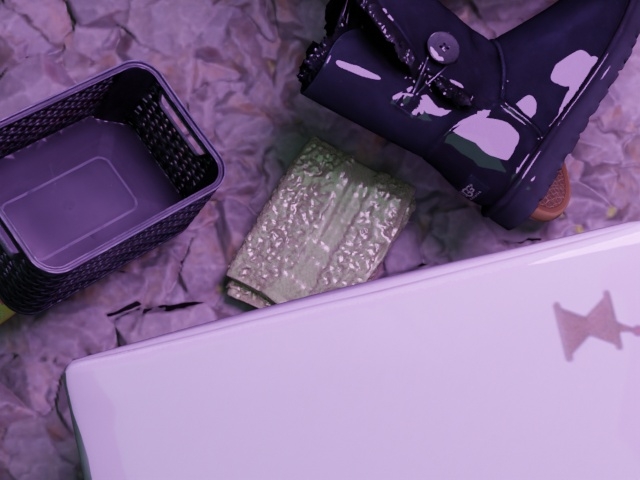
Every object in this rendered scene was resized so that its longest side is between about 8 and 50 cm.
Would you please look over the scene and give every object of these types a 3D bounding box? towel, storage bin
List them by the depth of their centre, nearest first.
[{"bbox_3d":[-0.177,-0.041,1.075,0.180,0.084,0.122,-32,83,-34],"label":"storage bin"},{"bbox_3d":[0.000,0.000,1.137,0.110,0.027,0.148,28,84,4],"label":"towel"}]

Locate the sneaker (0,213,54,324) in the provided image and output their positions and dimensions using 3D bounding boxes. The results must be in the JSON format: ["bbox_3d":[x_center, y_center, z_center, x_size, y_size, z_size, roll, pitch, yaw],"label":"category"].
[{"bbox_3d":[-0.307,-0.008,1.110,0.208,0.081,0.094,34,85,4],"label":"sneaker"}]

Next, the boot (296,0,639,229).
[{"bbox_3d":[0.116,-0.156,1.077,0.207,0.094,0.246,36,68,-9],"label":"boot"}]

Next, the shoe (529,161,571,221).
[{"bbox_3d":[0.112,-0.098,1.142,0.219,0.058,0.076,47,62,2],"label":"shoe"}]

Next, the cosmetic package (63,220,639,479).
[{"bbox_3d":[0.055,0.188,0.914,0.327,0.393,0.329,-13,87,-2],"label":"cosmetic package"}]
